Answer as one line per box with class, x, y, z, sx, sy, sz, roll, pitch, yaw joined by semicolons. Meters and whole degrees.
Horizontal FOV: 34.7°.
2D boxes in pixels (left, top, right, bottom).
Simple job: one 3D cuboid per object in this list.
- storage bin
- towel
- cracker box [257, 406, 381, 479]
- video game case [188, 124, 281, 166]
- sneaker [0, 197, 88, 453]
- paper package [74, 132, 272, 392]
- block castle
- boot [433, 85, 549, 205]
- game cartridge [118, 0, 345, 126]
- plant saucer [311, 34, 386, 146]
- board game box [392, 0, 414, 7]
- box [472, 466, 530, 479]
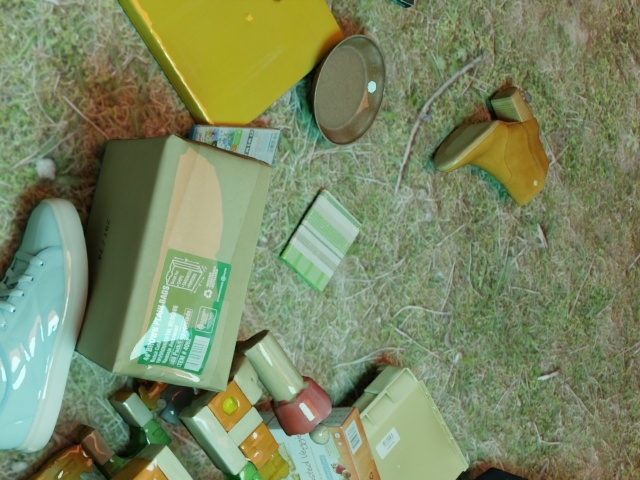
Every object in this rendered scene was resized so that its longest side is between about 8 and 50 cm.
storage bin;0.104;0.399;1.855;0.262;0.123;0.260;-42;115;-29
towel;0.000;0.000;1.822;0.113;0.023;0.152;43;69;-29
cracker box;-0.030;0.359;1.675;0.067;0.232;0.155;-42;118;-54
video game case;-0.148;-0.130;1.669;0.166;0.015;0.119;-3;120;-38
sneaker;-0.424;0.113;1.418;0.150;0.135;0.365;11;84;-41
paper package;-0.224;0.022;1.447;0.168;0.309;0.324;15;87;-27
block castle;-0.213;0.338;1.491;0.453;0.303;0.212;-44;111;-29
boot;0.358;-0.151;2.042;0.295;0.104;0.211;-44;117;-33
game cartridge;-0.135;-0.361;1.684;0.324;0.053;0.285;-44;117;-26
plant saucer;0.043;-0.266;1.803;0.199;0.036;0.198;-28;128;-42
board game box;0.140;-0.542;1.901;0.126;0.026;0.186;19;80;-38
box;0.384;0.656;1.764;0.480;0.472;0.297;-10;112;-55
